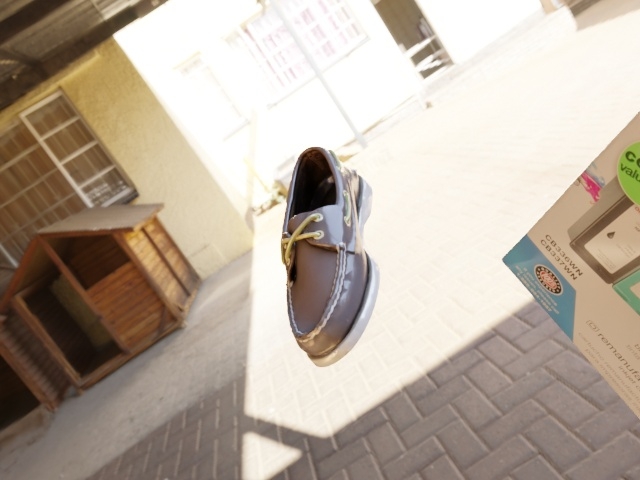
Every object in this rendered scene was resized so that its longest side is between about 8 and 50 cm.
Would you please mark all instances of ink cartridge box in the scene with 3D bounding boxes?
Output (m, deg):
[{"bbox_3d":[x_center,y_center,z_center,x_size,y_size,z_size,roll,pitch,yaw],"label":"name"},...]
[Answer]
[{"bbox_3d":[0.314,-0.014,0.417,0.197,0.198,0.270,-30,-20,-19],"label":"ink cartridge box"}]

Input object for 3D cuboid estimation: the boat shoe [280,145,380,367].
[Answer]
[{"bbox_3d":[0.000,0.000,0.663,0.117,0.097,0.324,-32,29,28],"label":"boat shoe"}]
